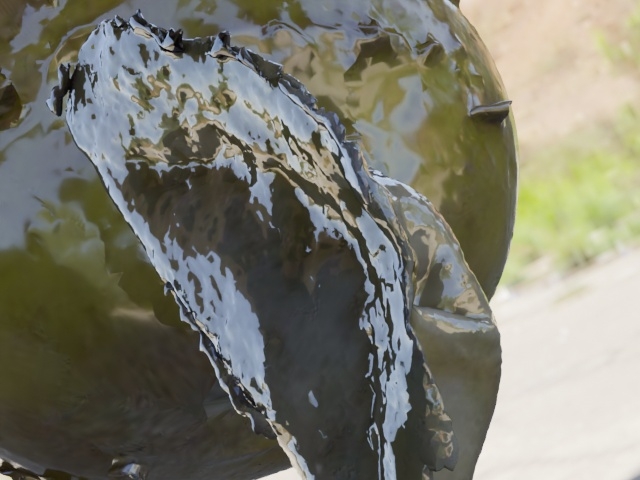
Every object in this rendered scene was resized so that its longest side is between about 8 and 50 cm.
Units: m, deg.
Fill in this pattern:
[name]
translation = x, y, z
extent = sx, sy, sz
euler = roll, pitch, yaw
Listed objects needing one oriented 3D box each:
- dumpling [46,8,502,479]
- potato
[dumpling]
translation = 0.001, 0.002, 0.836
extent = 0.086, 0.332, 0.166
euler = -12, -34, -42
[potato]
translation = -0.079, -0.020, 1.194
extent = 0.442, 0.385, 0.319
euler = -20, 38, -10
